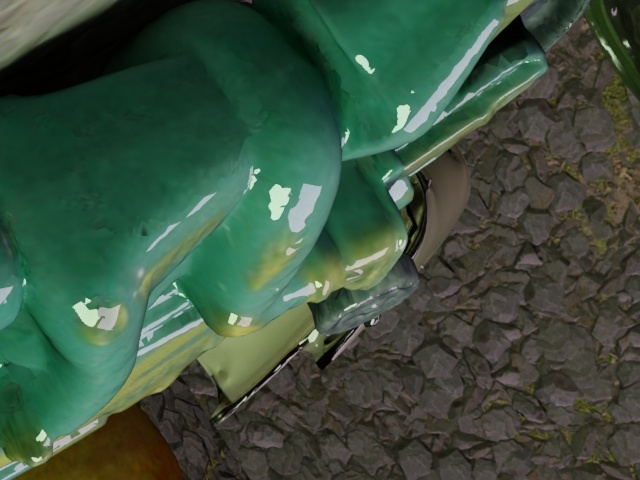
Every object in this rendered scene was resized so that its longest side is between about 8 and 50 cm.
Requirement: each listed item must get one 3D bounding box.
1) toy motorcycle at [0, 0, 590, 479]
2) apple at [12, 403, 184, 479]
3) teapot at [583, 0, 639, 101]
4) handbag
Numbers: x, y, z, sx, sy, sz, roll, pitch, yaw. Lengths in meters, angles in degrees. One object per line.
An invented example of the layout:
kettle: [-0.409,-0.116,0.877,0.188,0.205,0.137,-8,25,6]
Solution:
toy motorcycle: [-0.053,-0.009,0.513,0.296,0.109,0.198,-35,169,7]
apple: [-0.156,0.123,0.695,0.196,0.196,0.196,-34,180,0]
teapot: [0.374,-0.248,1.335,0.337,0.200,0.270,-36,147,-6]
handbag: [0.000,0.000,1.416,0.236,0.160,0.358,-42,178,11]
